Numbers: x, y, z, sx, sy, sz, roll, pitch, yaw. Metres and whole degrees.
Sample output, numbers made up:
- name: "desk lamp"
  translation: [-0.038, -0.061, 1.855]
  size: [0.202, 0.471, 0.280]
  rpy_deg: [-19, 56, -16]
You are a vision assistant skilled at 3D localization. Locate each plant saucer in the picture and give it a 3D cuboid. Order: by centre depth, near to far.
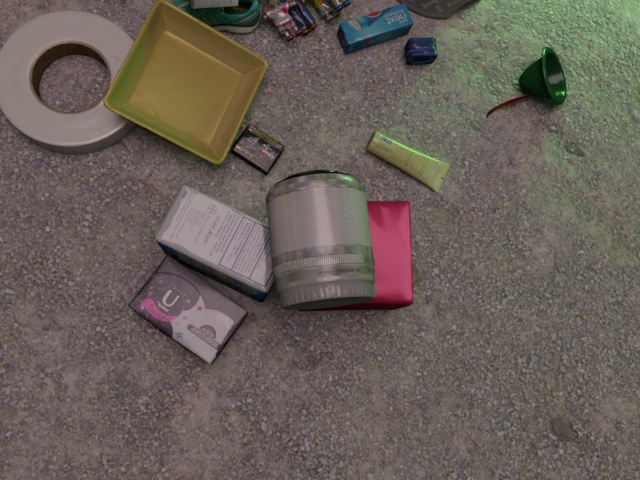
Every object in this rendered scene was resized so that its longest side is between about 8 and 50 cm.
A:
- name: "plant saucer"
  translation: [-0.353, -0.409, 1.677]
  size: [0.332, 0.081, 0.333]
  rpy_deg: [27, 77, -18]

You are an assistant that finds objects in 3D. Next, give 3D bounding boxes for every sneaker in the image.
- name: "sneaker"
  translation: [-0.301, -0.645, 1.761]
  size: [0.275, 0.110, 0.107]
  rpy_deg: [-6, 80, -8]

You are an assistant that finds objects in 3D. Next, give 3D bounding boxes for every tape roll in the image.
- name: "tape roll"
  translation: [-0.658, -0.424, 1.690]
  size: [0.391, 0.072, 0.392]
  rpy_deg: [2, 78, -8]

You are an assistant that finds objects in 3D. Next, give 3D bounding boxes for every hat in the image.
- name: "hat"
  translation: [0.610, -0.467, 1.893]
  size: [0.208, 0.183, 0.173]
  rpy_deg: [-6, 85, -51]

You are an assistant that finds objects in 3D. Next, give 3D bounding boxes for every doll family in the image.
- name: "doll family"
  translation: [-0.047, -0.688, 1.815]
  size: [0.263, 0.118, 0.163]
  rpy_deg: [-31, 95, 1]

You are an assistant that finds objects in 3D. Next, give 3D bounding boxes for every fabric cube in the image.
- name: "fabric cube"
  translation: [0.078, 0.048, 1.602]
  size: [0.258, 0.259, 0.254]
  rpy_deg: [-1, 80, -6]

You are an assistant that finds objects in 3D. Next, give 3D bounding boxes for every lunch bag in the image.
- name: "lunch bag"
  translation: [0.290, -0.548, 1.843]
  size: [0.098, 0.067, 0.065]
  rpy_deg: [-5, 79, -8]

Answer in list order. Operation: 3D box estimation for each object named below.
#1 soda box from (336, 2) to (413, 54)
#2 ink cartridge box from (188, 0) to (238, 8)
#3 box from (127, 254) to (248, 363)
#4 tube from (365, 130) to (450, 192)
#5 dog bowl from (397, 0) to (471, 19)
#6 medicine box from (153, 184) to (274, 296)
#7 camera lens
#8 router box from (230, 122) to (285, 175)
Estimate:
- name: "soda box"
  translation: [0.158, -0.616, 1.839]
  size: [0.210, 0.067, 0.071]
  rpy_deg: [-21, 82, -12]
- name: "ink cartridge box"
  translation: [-0.274, -0.731, 1.743]
  size: [0.238, 0.060, 0.275]
  rpy_deg: [-12, 48, -23]
- name: "box"
  translation: [-0.327, 0.177, 1.579]
  size: [0.247, 0.142, 0.163]
  rpy_deg: [35, 76, 1]
- name: "tube"
  translation: [0.245, -0.227, 1.783]
  size: [0.240, 0.062, 0.070]
  rpy_deg: [26, 120, -7]
- name: "dog bowl"
  translation: [0.360, -0.846, 1.895]
  size: [0.348, 0.102, 0.349]
  rpy_deg: [1, 78, -7]
- name: "medicine box"
  translation: [-0.234, 0.018, 1.560]
  size: [0.289, 0.263, 0.149]
  rpy_deg: [27, 77, -1]
- name: "camera lens"
  translation: [0.000, 0.000, 1.360]
  size: [0.219, 0.219, 0.274]
  rpy_deg: [-5, 79, -8]
- name: "router box"
  translation: [-0.172, -0.250, 1.737]
  size: [0.122, 0.038, 0.092]
  rpy_deg: [33, 77, -1]
